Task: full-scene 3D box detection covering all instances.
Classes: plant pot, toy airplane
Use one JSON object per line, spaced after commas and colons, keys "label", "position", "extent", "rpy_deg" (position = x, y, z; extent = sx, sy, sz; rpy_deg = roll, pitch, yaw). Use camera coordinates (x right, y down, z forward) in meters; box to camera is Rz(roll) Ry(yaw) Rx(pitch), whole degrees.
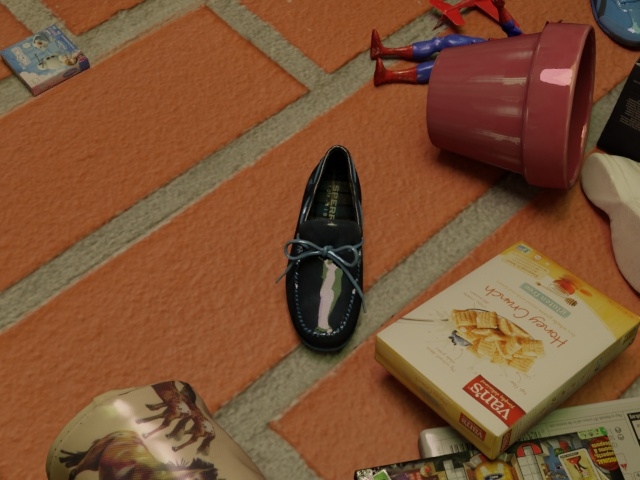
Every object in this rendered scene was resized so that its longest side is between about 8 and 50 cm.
{"label": "plant pot", "position": [0.237, -0.172, 1.092], "extent": [0.180, 0.201, 0.201], "rpy_deg": [8, 54, 23]}
{"label": "toy airplane", "position": [0.222, -0.357, 1.302], "extent": [0.151, 0.028, 0.151], "rpy_deg": [1, 57, -2]}

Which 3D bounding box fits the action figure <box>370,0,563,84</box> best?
{"label": "action figure", "position": [0.216, -0.281, 1.191], "extent": [0.280, 0.139, 0.091], "rpy_deg": [-1, 57, -6]}

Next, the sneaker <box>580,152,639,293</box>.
{"label": "sneaker", "position": [0.400, -0.025, 1.059], "extent": [0.094, 0.080, 0.212], "rpy_deg": [0, 54, -16]}

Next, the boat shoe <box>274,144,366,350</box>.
{"label": "boat shoe", "position": [0.000, 0.000, 1.016], "extent": [0.109, 0.089, 0.258], "rpy_deg": [-1, 56, -2]}

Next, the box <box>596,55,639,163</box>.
{"label": "box", "position": [0.448, -0.197, 1.121], "extent": [0.093, 0.158, 0.156], "rpy_deg": [31, 60, 17]}

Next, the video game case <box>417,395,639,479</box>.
{"label": "video game case", "position": [0.288, 0.305, 0.850], "extent": [0.329, 0.036, 0.300], "rpy_deg": [-7, 56, -7]}

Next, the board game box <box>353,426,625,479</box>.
{"label": "board game box", "position": [0.172, 0.265, 0.834], "extent": [0.260, 0.030, 0.136], "rpy_deg": [-8, 58, -8]}

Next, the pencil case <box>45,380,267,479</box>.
{"label": "pencil case", "position": [-0.062, 0.308, 0.755], "extent": [0.160, 0.183, 0.410], "rpy_deg": [-38, 67, -19]}

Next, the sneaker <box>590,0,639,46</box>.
{"label": "sneaker", "position": [0.443, -0.380, 1.294], "extent": [0.069, 0.082, 0.209], "rpy_deg": [-5, 57, -7]}

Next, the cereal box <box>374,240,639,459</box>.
{"label": "cereal box", "position": [0.201, 0.106, 0.937], "extent": [0.240, 0.047, 0.173], "rpy_deg": [-30, 50, -31]}

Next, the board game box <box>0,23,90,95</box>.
{"label": "board game box", "position": [-0.386, -0.254, 1.219], "extent": [0.090, 0.020, 0.090], "rpy_deg": [-36, 64, -21]}
